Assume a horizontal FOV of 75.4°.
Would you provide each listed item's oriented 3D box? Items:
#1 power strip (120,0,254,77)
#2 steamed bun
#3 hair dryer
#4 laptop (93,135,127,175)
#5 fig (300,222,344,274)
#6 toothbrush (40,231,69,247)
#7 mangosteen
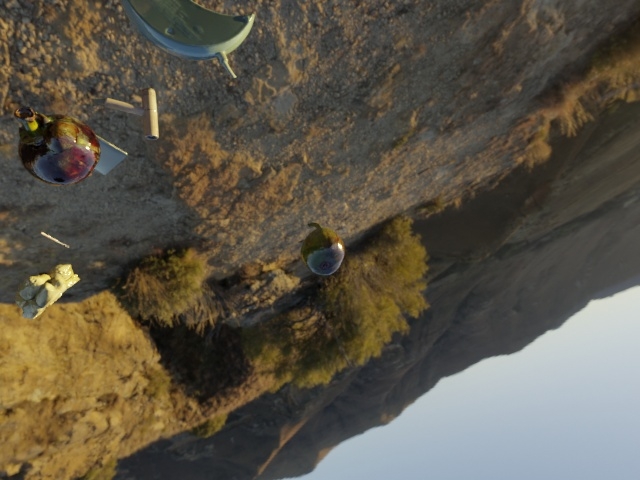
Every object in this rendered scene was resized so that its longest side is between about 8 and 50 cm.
[{"bbox_3d":[-0.189,-0.324,0.583,0.137,0.216,0.044,-53,-165,-16],"label":"power strip"},{"bbox_3d":[-0.892,0.150,1.346,0.192,0.106,0.177,-31,-161,32],"label":"steamed bun"},{"bbox_3d":[-0.739,-0.487,1.578,0.220,0.195,0.054,-4,172,-29],"label":"hair dryer"},{"bbox_3d":[-0.878,-0.339,1.596,0.269,0.015,0.188,-16,142,44],"label":"laptop"},{"bbox_3d":[0.000,0.000,1.325,0.149,0.245,0.149,-5,129,-6],"label":"fig"},{"bbox_3d":[-0.757,-0.001,1.182,0.008,0.006,0.097,11,159,22],"label":"toothbrush"},{"bbox_3d":[-0.813,-0.300,1.255,0.231,0.231,0.289,-22,150,-5],"label":"mangosteen"}]
